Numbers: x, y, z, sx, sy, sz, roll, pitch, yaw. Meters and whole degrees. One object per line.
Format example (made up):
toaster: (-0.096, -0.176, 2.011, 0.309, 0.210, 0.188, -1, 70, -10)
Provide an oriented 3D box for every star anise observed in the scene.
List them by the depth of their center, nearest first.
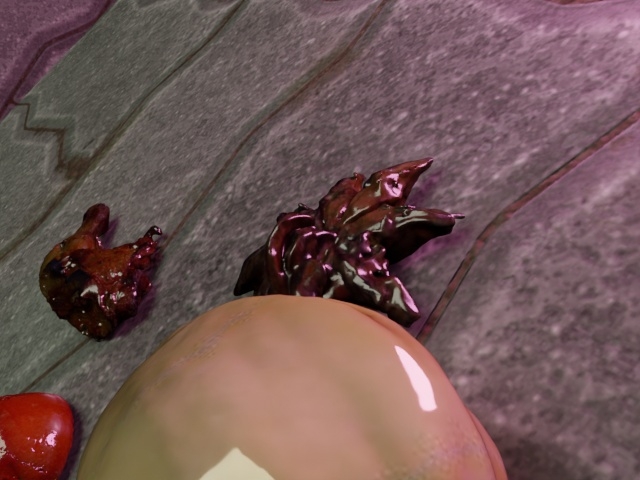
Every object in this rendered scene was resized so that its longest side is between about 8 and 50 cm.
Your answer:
star anise: (0.000, 0.000, 0.657, 0.272, 0.102, 0.272, -28, 35, 21)

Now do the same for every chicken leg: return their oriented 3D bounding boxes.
chicken leg: (-0.315, 0.032, 0.980, 0.177, 0.083, 0.322, -47, 35, -20)

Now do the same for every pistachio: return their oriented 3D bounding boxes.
pistachio: (-0.034, 0.157, 0.432, 0.321, 0.229, 0.238, -21, 66, 47)

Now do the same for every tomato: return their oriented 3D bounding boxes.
tomato: (-0.372, 0.248, 0.781, 0.189, 0.099, 0.173, -51, 36, -6)
